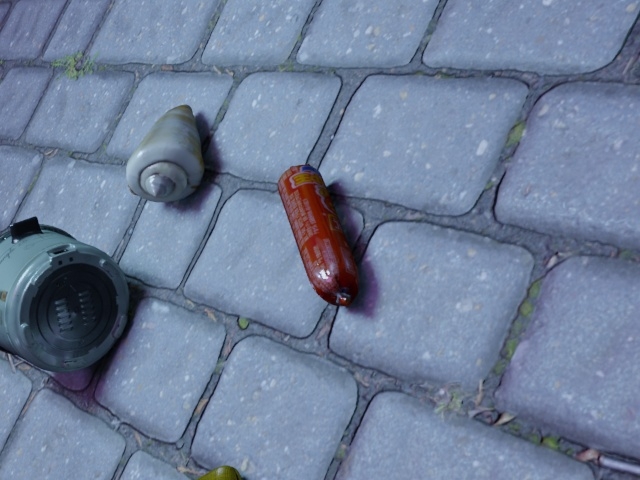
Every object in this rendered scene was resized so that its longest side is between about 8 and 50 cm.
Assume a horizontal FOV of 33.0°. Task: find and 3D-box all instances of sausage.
[{"bbox_3d":[0.000,0.000,1.538,0.074,0.074,0.274,-42,40,21],"label":"sausage"}]

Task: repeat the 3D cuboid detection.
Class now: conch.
[{"bbox_3d":[-0.255,-0.149,1.928,0.255,0.127,0.158,-66,0,-46],"label":"conch"}]

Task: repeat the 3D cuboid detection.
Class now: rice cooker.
[{"bbox_3d":[-0.473,0.099,1.885,0.227,0.241,0.280,14,121,49],"label":"rice cooker"}]

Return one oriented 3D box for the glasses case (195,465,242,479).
[{"bbox_3d":[-0.197,0.396,1.496,0.234,0.064,0.079,-39,35,19],"label":"glasses case"}]
